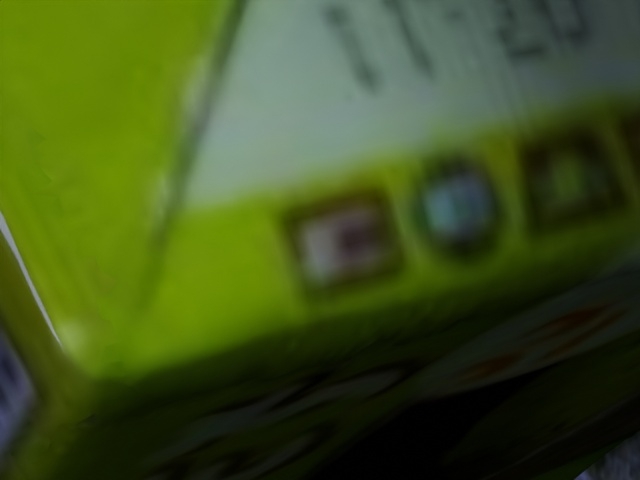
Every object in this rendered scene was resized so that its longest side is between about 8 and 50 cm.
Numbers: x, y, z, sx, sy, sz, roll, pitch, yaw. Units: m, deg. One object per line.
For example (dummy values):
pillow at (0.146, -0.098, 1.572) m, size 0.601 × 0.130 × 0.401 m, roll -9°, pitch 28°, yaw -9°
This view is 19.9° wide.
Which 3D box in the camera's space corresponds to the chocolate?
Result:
chocolate at (0.000, 0.000, 0.489) m, size 0.137 × 0.288 × 0.301 m, roll 66°, pitch 152°, yaw 19°
